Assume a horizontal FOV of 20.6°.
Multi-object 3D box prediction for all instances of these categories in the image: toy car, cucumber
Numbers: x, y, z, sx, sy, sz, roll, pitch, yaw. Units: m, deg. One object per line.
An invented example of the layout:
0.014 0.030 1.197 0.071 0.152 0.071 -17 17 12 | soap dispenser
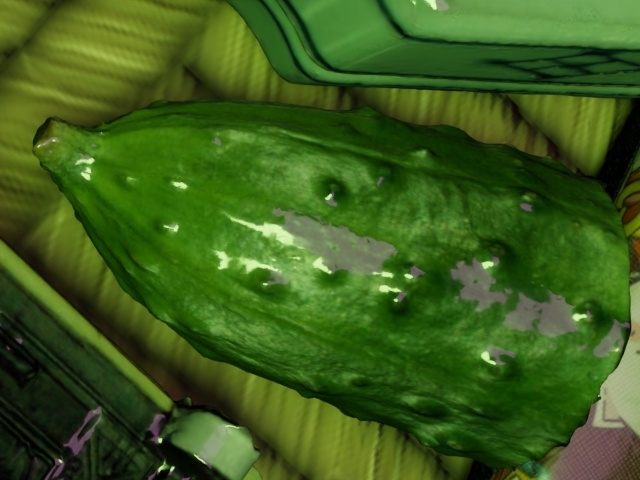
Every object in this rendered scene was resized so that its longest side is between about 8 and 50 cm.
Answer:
-0.140 0.047 0.629 0.256 0.124 0.101 46 69 -27 | toy car
-0.002 0.002 0.702 0.244 0.134 0.134 21 78 -21 | cucumber

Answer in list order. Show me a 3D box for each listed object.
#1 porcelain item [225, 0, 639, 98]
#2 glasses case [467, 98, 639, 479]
0.078 -0.202 0.731 0.286 0.157 0.281 -2 86 -26 | porcelain item
0.165 0.042 0.800 0.122 0.082 0.321 34 73 -23 | glasses case
